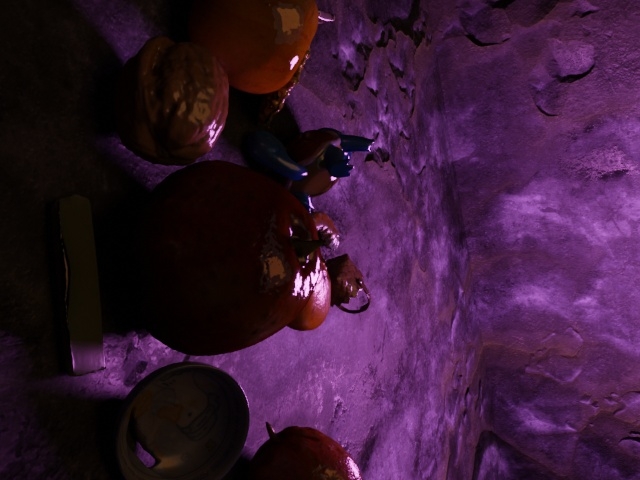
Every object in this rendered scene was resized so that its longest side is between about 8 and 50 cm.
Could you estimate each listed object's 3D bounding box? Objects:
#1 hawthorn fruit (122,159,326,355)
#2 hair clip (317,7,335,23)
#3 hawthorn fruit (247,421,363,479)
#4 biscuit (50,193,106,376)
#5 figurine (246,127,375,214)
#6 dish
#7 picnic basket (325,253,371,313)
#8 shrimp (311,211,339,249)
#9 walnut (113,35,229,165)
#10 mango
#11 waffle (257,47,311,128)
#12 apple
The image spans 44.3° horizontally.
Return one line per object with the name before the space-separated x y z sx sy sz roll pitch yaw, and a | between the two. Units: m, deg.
hawthorn fruit | -0.169 0.030 1.559 0.403 0.403 0.402 20 68 -62
hair clip | -0.058 -0.662 2.265 0.292 0.085 0.106 3 88 -59
hawthorn fruit | -0.056 0.555 1.847 0.298 0.277 0.277 60 30 -5
biscuit | -0.434 0.079 1.398 0.099 0.038 0.322 -7 91 -67
figurine | -0.026 -0.193 2.119 0.243 0.298 0.416 44 25 18
dish | -0.290 0.356 1.547 0.273 0.134 0.273 -7 103 -32
picnic basket | 0.074 0.143 2.320 0.178 0.128 0.137 51 41 -22
shrimp | 0.000 0.000 2.293 0.161 0.049 0.166 63 35 -32
walnut | -0.290 -0.274 1.545 0.257 0.225 0.257 -6 90 -72
mango | -0.070 0.103 2.002 0.199 0.201 0.350 -34 132 -20
waffle | -0.090 -0.421 2.011 0.052 0.245 0.254 26 58 -15
apple | -0.159 -0.490 1.801 0.275 0.299 0.298 20 58 -13
